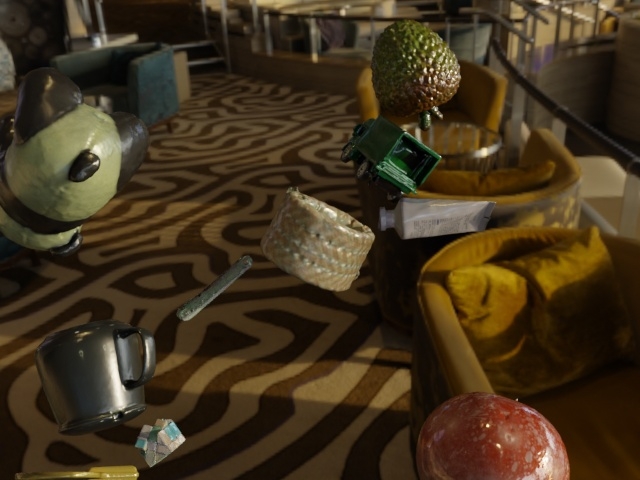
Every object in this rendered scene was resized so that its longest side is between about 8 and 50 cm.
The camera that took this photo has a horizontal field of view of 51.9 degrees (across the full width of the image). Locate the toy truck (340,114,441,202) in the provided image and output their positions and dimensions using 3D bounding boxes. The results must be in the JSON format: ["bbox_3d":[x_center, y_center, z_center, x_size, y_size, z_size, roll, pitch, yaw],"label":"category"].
[{"bbox_3d":[0.078,-0.104,0.809,0.065,0.079,0.147,31,10,-22],"label":"toy truck"}]

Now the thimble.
[{"bbox_3d":[0.000,0.002,1.331,0.229,0.148,0.196,20,15,-40],"label":"thimble"}]

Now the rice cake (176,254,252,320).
[{"bbox_3d":[-0.227,0.104,1.411,0.208,0.033,0.033,-39,-9,12],"label":"rice cake"}]

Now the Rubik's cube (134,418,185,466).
[{"bbox_3d":[-0.315,0.380,1.255,0.084,0.073,0.075,-33,-2,-3],"label":"Rubik's cube"}]

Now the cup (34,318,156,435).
[{"bbox_3d":[-0.362,0.224,1.098,0.223,0.176,0.169,-21,-13,27],"label":"cup"}]

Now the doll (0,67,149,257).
[{"bbox_3d":[-0.290,-0.074,0.720,0.234,0.143,0.135,-31,42,43],"label":"doll"}]

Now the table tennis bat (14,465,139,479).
[{"bbox_3d":[-0.630,0.616,1.724,0.321,0.050,0.198,17,-29,-39],"label":"table tennis bat"}]

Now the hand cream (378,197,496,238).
[{"bbox_3d":[0.145,-0.030,0.841,0.142,0.084,0.053,-3,66,1],"label":"hand cream"}]

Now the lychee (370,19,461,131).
[{"bbox_3d":[0.124,-0.216,0.861,0.114,0.146,0.114,-25,19,9],"label":"lychee"}]

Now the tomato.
[{"bbox_3d":[0.299,0.409,1.179,0.270,0.270,0.227,11,36,27],"label":"tomato"}]
